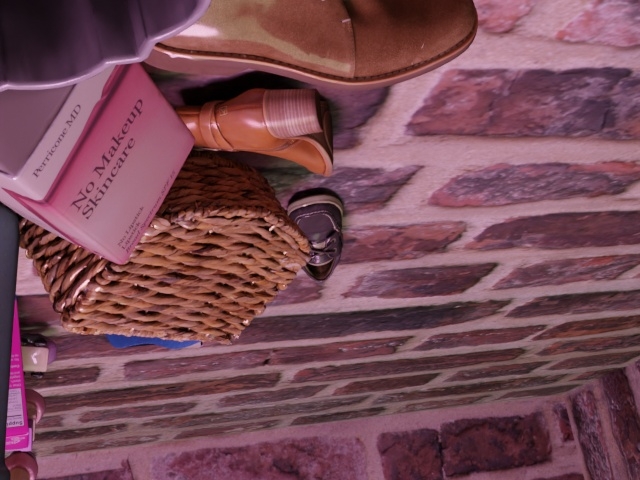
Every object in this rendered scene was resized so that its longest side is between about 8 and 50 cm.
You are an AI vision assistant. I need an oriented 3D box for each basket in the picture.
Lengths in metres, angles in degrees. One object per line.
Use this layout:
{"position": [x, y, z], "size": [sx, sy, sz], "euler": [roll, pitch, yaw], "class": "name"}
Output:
{"position": [-0.180, -0.032, 1.147], "size": [0.213, 0.223, 0.299], "euler": [-48, 149, 19], "class": "basket"}

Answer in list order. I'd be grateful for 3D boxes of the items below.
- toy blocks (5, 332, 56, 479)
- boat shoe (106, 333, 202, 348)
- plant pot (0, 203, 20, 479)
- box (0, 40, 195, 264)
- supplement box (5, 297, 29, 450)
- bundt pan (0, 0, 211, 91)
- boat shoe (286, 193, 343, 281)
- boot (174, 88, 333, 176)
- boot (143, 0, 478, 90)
{"position": [-0.620, 0.277, 1.747], "size": [0.288, 0.309, 0.260], "euler": [7, -170, -13], "class": "toy blocks"}
{"position": [-0.249, 0.114, 1.605], "size": [0.258, 0.109, 0.089], "euler": [-2, -163, 41], "class": "boat shoe"}
{"position": [-0.438, 0.118, 0.942], "size": [0.341, 0.334, 0.341], "euler": [5, 168, 1], "class": "plant pot"}
{"position": [-0.223, -0.095, 0.865], "size": [0.127, 0.148, 0.232], "euler": [25, 169, 16], "class": "box"}
{"position": [-0.507, 0.205, 1.513], "size": [0.114, 0.220, 0.111], "euler": [-3, 160, -18], "class": "supplement box"}
{"position": [-0.222, -0.220, 0.607], "size": [0.331, 0.124, 0.331], "euler": [-10, 162, -3], "class": "bundt pan"}
{"position": [-0.001, 0.000, 1.417], "size": [0.080, 0.073, 0.223], "euler": [-10, 161, -1], "class": "boat shoe"}
{"position": [-0.066, -0.116, 1.085], "size": [0.152, 0.073, 0.197], "euler": [-5, 163, 8], "class": "boot"}
{"position": [-0.002, -0.200, 0.821], "size": [0.305, 0.112, 0.115], "euler": [-3, 149, -15], "class": "boot"}
